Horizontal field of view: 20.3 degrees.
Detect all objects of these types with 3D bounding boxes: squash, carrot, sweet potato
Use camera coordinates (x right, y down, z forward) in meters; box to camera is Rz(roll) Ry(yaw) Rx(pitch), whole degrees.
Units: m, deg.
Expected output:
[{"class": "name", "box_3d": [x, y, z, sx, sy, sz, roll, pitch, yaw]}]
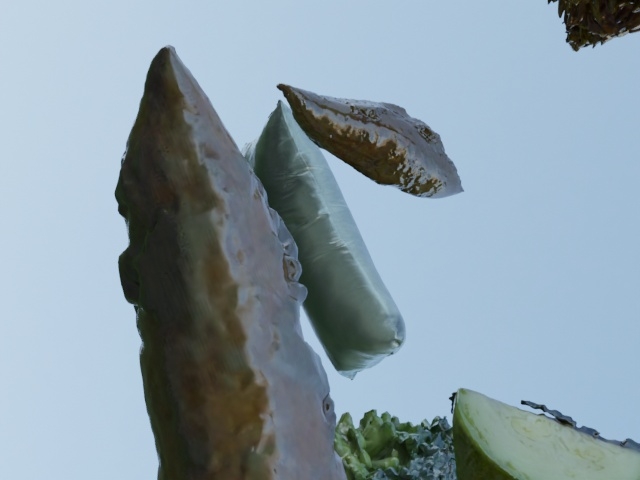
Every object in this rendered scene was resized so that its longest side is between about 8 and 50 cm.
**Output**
[{"class": "squash", "box_3d": [0.121, 0.234, 1.353, 0.169, 0.093, 0.252, 21, -48, -13]}, {"class": "carrot", "box_3d": [-0.048, 0.038, 0.842, 0.102, 0.102, 0.263, -4, -79, 48]}, {"class": "sweet potato", "box_3d": [0.042, -0.085, 1.464, 0.060, 0.206, 0.068, 8, -101, 53]}]

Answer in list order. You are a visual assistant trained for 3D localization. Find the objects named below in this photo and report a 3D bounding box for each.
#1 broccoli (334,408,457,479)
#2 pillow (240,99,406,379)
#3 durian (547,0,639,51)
[{"class": "broccoli", "box_3d": [0.012, 0.279, 1.618, 0.275, 0.353, 0.397, 49, 13, -33]}, {"class": "pillow", "box_3d": [0.000, -0.001, 1.619, 0.254, 0.078, 0.144, 65, -14, 10]}, {"class": "durian", "box_3d": [0.290, -0.266, 1.350, 0.186, 0.154, 0.260, 23, -96, 37]}]
